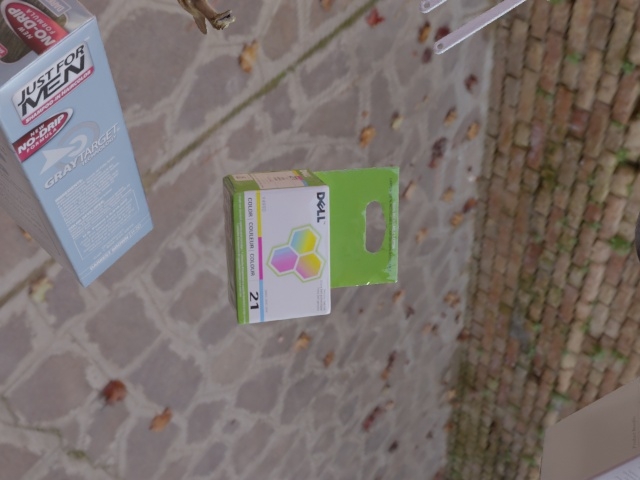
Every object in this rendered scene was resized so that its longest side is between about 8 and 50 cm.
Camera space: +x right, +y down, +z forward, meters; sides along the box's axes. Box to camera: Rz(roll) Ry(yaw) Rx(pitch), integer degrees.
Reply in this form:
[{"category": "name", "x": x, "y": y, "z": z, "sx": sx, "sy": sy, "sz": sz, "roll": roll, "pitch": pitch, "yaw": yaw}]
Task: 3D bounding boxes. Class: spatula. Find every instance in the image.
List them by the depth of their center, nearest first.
[{"category": "spatula", "x": 0.225, "y": -0.368, "z": 1.192, "sx": 0.242, "sy": 0.168, "sz": 0.019, "roll": -30, "pitch": 176, "yaw": 12}]

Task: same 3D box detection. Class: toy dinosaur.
[{"category": "toy dinosaur", "x": -0.159, "y": -0.296, "z": 1.098, "sx": 0.053, "sy": 0.183, "sz": 0.092, "roll": -26, "pitch": 118, "yaw": -12}]

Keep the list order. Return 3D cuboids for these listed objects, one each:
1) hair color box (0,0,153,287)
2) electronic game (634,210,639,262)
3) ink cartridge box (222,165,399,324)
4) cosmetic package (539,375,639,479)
[{"category": "hair color box", "x": -0.282, "y": -0.117, "z": 0.869, "sx": 0.113, "sy": 0.185, "sz": 0.374, "roll": -44, "pitch": 164, "yaw": -19}, {"category": "electronic game", "x": 0.470, "y": -0.021, "z": 1.014, "sx": 0.048, "sy": 0.229, "sz": 0.229, "roll": 40, "pitch": 83, "yaw": -40}, {"category": "ink cartridge box", "x": 0.000, "y": 0.000, "z": 1.246, "sx": 0.255, "sy": 0.097, "sz": 0.189, "roll": -5, "pitch": 108, "yaw": -13}, {"category": "cosmetic package", "x": 0.352, "y": 0.227, "z": 0.995, "sx": 0.231, "sy": 0.085, "sz": 0.117, "roll": -45, "pitch": -166, "yaw": 41}]
